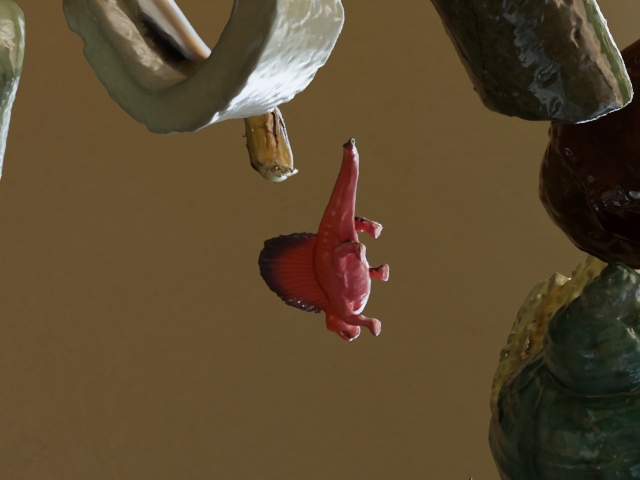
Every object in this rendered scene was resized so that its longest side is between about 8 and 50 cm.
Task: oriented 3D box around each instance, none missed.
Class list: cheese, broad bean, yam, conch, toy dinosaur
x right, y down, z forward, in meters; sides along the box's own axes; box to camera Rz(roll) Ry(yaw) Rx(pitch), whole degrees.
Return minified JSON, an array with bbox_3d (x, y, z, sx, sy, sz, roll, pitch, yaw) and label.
[{"bbox_3d":[-0.145,-0.295,1.479,0.332,0.292,0.153,53,-145,14],"label":"cheese"},{"bbox_3d":[0.240,-0.062,0.918,0.156,0.228,0.122,27,-136,-16],"label":"broad bean"},{"bbox_3d":[0.048,-0.073,0.366,0.043,0.043,0.094,-41,-71,-40],"label":"yam"},{"bbox_3d":[0.193,0.107,0.905,0.134,0.196,0.202,0,-65,-41],"label":"conch"},{"bbox_3d":[-0.006,0.002,1.482,0.070,0.139,0.286,-63,-30,-47],"label":"toy dinosaur"}]

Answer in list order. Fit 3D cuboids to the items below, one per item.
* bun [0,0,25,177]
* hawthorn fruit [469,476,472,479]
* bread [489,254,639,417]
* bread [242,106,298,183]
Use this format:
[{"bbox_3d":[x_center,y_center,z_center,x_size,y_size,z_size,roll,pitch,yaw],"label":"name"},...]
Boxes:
[{"bbox_3d":[-0.367,-0.147,1.358,0.108,0.221,0.221,10,-112,-21],"label":"bun"},{"bbox_3d":[0.158,0.421,1.762,0.181,0.181,0.235,22,-97,-32],"label":"hawthorn fruit"},{"bbox_3d":[0.339,0.199,1.238,0.375,0.165,0.236,38,-136,-13],"label":"bread"},{"bbox_3d":[-0.065,-0.129,1.739,0.072,0.053,0.106,31,-141,-49],"label":"bread"}]
